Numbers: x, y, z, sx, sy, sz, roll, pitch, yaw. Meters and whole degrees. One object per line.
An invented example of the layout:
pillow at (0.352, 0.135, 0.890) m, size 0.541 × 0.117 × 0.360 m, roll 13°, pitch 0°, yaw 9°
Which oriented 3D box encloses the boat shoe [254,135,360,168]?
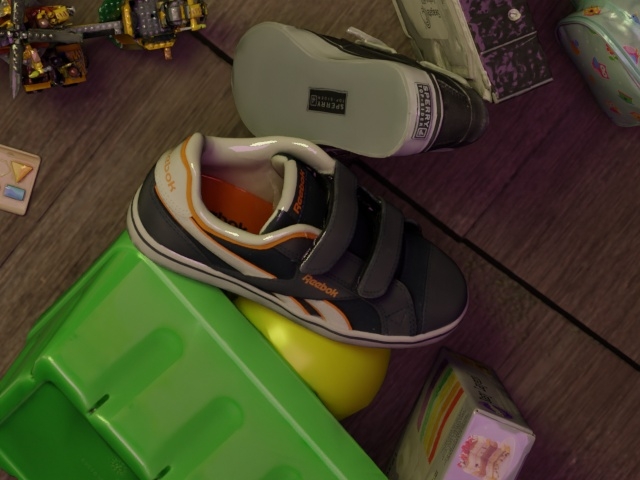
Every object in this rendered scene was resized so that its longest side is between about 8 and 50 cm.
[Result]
boat shoe at (0.015, -0.090, 1.586) m, size 0.152 × 0.056 × 0.049 m, roll -5°, pitch 105°, yaw 7°

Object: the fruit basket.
fruit basket at (-0.079, 0.145, 1.547) m, size 0.392 × 0.392 × 0.283 m, roll 40°, pitch 135°, yaw -9°

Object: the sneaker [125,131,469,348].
sneaker at (0.000, 0.000, 1.440) m, size 0.321 × 0.126 × 0.127 m, roll 17°, pitch 143°, yaw -17°

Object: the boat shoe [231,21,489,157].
boat shoe at (0.031, -0.133, 1.479) m, size 0.105 × 0.306 × 0.113 m, roll 1°, pitch 96°, yaw -35°

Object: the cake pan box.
cake pan box at (0.102, 0.252, 1.551) m, size 0.070 × 0.246 × 0.266 m, roll 23°, pitch 99°, yaw -4°

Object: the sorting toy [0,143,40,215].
sorting toy at (-0.316, -0.063, 1.590) m, size 0.083 × 0.012 × 0.062 m, roll 17°, pitch 99°, yaw -6°

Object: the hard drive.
hard drive at (0.089, -0.288, 1.458) m, size 0.064 × 0.237 × 0.339 m, roll -23°, pitch 101°, yaw -6°

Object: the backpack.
backpack at (0.300, -0.199, 1.523) m, size 0.144 × 0.166 × 0.188 m, roll -29°, pitch 98°, yaw -8°

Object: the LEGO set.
LEGO set at (-0.210, -0.290, 1.430) m, size 0.255 × 0.192 × 0.331 m, roll -4°, pitch 98°, yaw -29°
